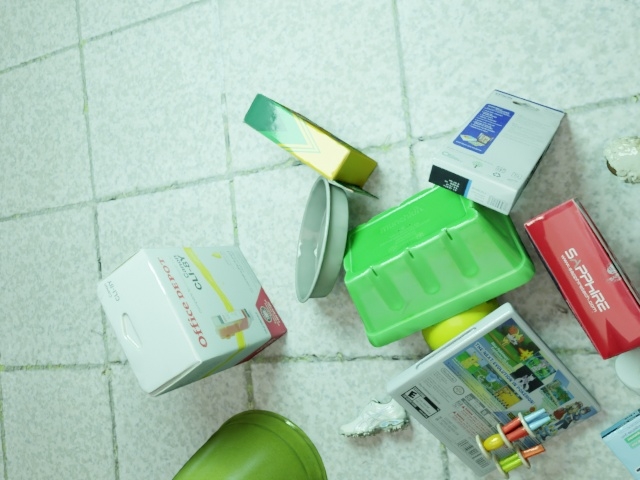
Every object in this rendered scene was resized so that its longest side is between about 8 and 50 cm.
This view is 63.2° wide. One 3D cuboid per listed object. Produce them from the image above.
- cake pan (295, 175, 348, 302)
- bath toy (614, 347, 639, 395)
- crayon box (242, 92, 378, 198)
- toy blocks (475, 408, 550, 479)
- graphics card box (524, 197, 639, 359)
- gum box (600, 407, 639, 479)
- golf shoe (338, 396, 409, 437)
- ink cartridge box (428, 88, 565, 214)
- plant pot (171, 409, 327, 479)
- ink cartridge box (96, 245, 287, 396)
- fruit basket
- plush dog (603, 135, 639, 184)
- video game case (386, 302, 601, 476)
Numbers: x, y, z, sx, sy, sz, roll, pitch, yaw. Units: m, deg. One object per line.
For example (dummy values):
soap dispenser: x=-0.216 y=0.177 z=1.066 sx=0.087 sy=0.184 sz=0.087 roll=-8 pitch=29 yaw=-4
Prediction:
cake pan: x=0.000 y=0.000 z=1.187 sx=0.054 sy=0.293 sz=0.294 roll=9 pitch=95 yaw=-13
bath toy: x=0.674 y=0.133 z=0.966 sx=0.151 sy=0.128 sz=0.349 roll=28 pitch=102 yaw=66
crayon box: x=0.000 y=-0.214 z=1.206 sx=0.318 sy=0.202 sz=0.081 roll=36 pitch=103 yaw=18
toy blocks: x=0.408 y=0.405 z=1.046 sx=0.148 sy=0.054 sz=0.123 roll=-36 pitch=110 yaw=17
graphics card box: x=0.456 y=0.055 z=0.919 sx=0.094 sy=0.371 sz=0.233 roll=-31 pitch=79 yaw=20
gum box: x=0.674 y=0.414 z=1.004 sx=0.157 sy=0.041 sz=0.184 roll=-43 pitch=74 yaw=16
golf shoe: x=0.122 y=0.421 z=1.240 sx=0.176 sy=0.069 sz=0.086 roll=-19 pitch=63 yaw=19
ink cartridge box: x=0.359 y=-0.189 z=1.038 sx=0.165 sy=0.333 sz=0.065 roll=27 pitch=140 yaw=22
plant pot: x=-0.216 y=0.634 z=1.217 sx=0.366 sy=0.353 sz=0.367 roll=0 pitch=91 yaw=23
ink cartridge box: x=-0.283 y=0.168 z=1.226 sx=0.160 sy=0.384 sz=0.279 roll=-36 pitch=77 yaw=19
fruit basket: x=0.265 y=0.099 z=1.104 sx=0.391 sy=0.283 sz=0.392 roll=0 pitch=128 yaw=0
plush dog: x=0.677 y=-0.165 z=0.910 sx=0.262 sy=0.225 sz=0.211 roll=40 pitch=130 yaw=27
video game case: x=0.350 y=0.316 z=1.054 sx=0.300 sy=0.036 sz=0.329 roll=-39 pitch=109 yaw=18
